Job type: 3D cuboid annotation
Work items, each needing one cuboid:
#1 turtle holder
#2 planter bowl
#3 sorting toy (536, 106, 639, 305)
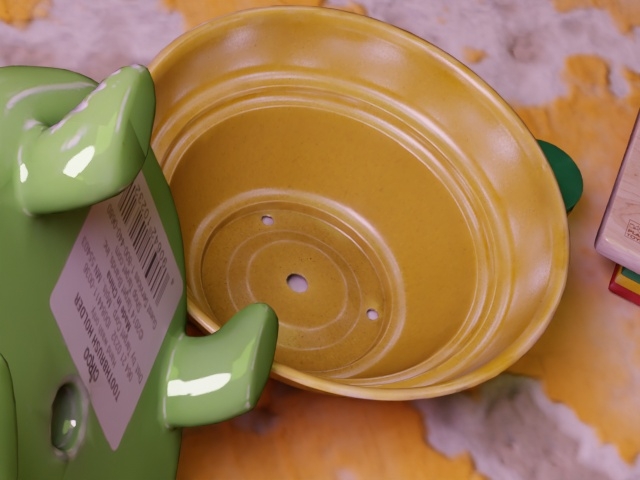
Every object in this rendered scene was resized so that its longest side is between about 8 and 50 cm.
[{"bbox_3d":[-0.168,0.089,0.665,0.227,0.243,0.320,3,77,19],"label":"turtle holder"},{"bbox_3d":[0.000,0.000,0.865,0.217,0.090,0.217,11,54,-15],"label":"planter bowl"},{"bbox_3d":[0.223,-0.001,0.983,0.274,0.046,0.132,26,51,-2],"label":"sorting toy"}]
